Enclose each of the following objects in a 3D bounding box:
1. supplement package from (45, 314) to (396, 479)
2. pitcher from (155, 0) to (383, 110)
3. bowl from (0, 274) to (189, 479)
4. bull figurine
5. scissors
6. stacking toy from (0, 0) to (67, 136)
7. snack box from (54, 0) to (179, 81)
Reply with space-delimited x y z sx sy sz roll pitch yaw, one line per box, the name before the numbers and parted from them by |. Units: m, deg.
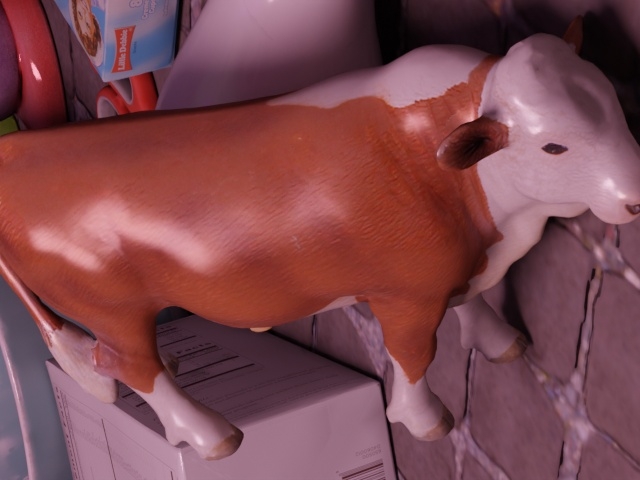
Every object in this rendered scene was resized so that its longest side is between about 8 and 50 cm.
supplement package | -0.066 0.143 0.979 0.244 0.133 0.139 18 121 61
pitcher | -0.025 -0.088 0.797 0.178 0.125 0.207 -111 28 -61
bowl | -0.208 0.072 1.201 0.311 0.163 0.312 43 142 48
bull figurine | 0.000 0.000 0.673 0.101 0.310 0.188 -69 -30 -51
scissors | -0.106 -0.060 1.077 0.297 0.021 0.109 47 142 47
stacking toy | -0.344 -0.123 1.411 0.309 0.130 0.280 32 132 56
snack box | -0.183 -0.284 1.060 0.322 0.060 0.187 56 150 35
